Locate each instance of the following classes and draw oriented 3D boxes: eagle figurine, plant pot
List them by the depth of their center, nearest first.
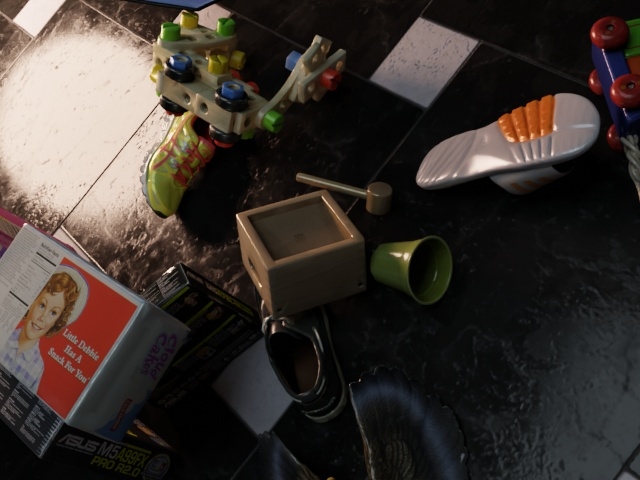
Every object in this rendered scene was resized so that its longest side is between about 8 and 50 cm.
[{"bbox_3d":[0.047,0.300,0.839,0.226,0.225,0.298,8,26,-7],"label":"eagle figurine"},{"bbox_3d":[0.106,0.032,0.993,0.079,0.083,0.083,9,70,48],"label":"plant pot"}]

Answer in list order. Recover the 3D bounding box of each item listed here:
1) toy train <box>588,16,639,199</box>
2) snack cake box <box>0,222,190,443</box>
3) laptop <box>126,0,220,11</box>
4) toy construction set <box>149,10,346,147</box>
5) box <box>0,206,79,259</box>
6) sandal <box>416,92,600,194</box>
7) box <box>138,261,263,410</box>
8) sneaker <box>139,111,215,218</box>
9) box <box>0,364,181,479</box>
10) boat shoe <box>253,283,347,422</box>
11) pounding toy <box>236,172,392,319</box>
[{"bbox_3d":[0.395,-0.148,0.899,0.143,0.105,0.248,-12,59,11],"label":"toy train"},{"bbox_3d":[-0.295,0.100,0.951,0.264,0.089,0.152,26,79,38],"label":"snack cake box"},{"bbox_3d":[-0.268,-0.498,1.385,0.234,0.136,0.264,12,81,9],"label":"laptop"},{"bbox_3d":[-0.128,-0.249,1.236,0.328,0.151,0.215,19,33,31],"label":"toy construction set"},{"bbox_3d":[-0.518,0.085,1.253,0.243,0.213,0.117,-46,50,2],"label":"box"},{"bbox_3d":[0.235,-0.101,0.989,0.265,0.076,0.102,-12,48,51],"label":"sandal"},{"bbox_3d":[-0.192,0.131,1.047,0.191,0.184,0.045,-39,50,9],"label":"box"},{"bbox_3d":[-0.213,-0.132,1.269,0.094,0.081,0.208,-1,64,29],"label":"sneaker"},{"bbox_3d":[-0.342,0.220,1.072,0.270,0.216,0.060,25,79,39],"label":"box"},{"bbox_3d":[-0.036,0.116,1.029,0.084,0.079,0.233,-35,50,13],"label":"boat shoe"},{"bbox_3d":[0.002,-0.007,1.060,0.206,0.094,0.181,-16,39,-16],"label":"pounding toy"}]
